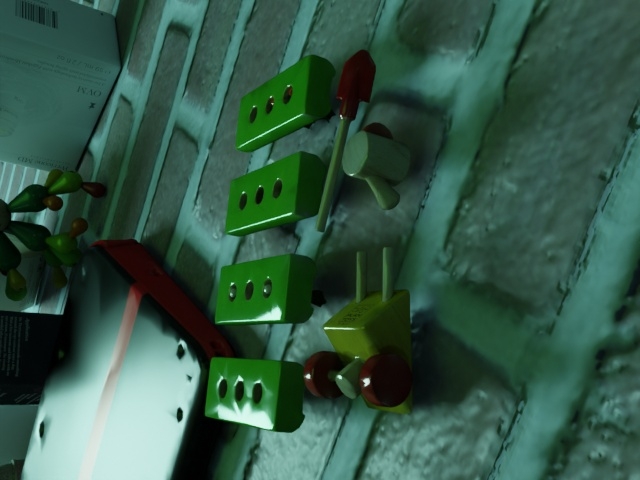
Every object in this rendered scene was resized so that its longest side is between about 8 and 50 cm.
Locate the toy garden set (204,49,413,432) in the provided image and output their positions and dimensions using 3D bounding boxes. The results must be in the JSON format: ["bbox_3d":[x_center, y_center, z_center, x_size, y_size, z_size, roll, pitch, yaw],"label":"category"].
[{"bbox_3d":[0.000,0.000,0.482,0.204,0.049,0.244,-12,69,57],"label":"toy garden set"}]

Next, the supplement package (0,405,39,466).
[{"bbox_3d":[-0.479,0.302,1.076,0.179,0.105,0.105,-31,55,51],"label":"supplement package"}]

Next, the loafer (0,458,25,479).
[{"bbox_3d":[-0.432,0.419,0.959,0.112,0.111,0.319,41,115,54],"label":"loafer"}]

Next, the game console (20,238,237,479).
[{"bbox_3d":[-0.208,0.215,0.741,0.342,0.060,0.386,31,107,50],"label":"game console"}]

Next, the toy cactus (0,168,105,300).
[{"bbox_3d":[-0.404,-0.024,1.007,0.219,0.180,0.112,-51,21,29],"label":"toy cactus"}]

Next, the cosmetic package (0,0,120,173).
[{"bbox_3d":[-0.437,-0.233,1.063,0.224,0.224,0.138,-51,41,36],"label":"cosmetic package"}]

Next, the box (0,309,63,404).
[{"bbox_3d":[-0.387,0.151,0.928,0.156,0.158,0.093,-29,59,50],"label":"box"}]

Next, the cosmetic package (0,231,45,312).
[{"bbox_3d":[-0.549,0.054,1.076,0.309,0.160,0.113,-53,-20,-83],"label":"cosmetic package"}]

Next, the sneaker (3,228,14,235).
[{"bbox_3d":[-0.646,0.000,1.417,0.222,0.118,0.083,-4,78,57],"label":"sneaker"}]
